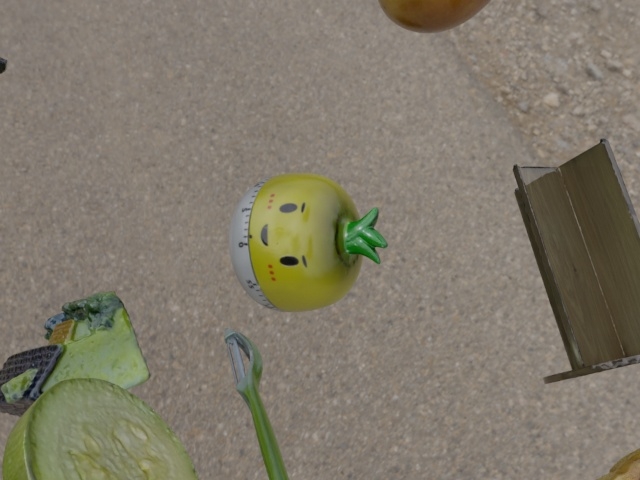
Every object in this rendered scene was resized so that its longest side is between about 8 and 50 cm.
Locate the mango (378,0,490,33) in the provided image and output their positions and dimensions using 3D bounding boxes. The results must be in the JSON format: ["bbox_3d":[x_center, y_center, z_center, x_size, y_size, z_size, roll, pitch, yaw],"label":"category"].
[{"bbox_3d":[0.154,-0.351,0.803,0.139,0.175,0.254,51,36,-26],"label":"mango"}]

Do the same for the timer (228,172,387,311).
[{"bbox_3d":[0.000,0.000,1.209,0.285,0.285,0.285,9,52,-11],"label":"timer"}]

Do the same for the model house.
[{"bbox_3d":[-0.427,0.197,1.053,0.211,0.194,0.170,-22,95,-51],"label":"model house"}]

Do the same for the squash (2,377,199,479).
[{"bbox_3d":[-0.234,0.267,0.754,0.252,0.049,0.252,42,16,-16],"label":"squash"}]

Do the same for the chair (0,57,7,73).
[{"bbox_3d":[-0.326,-0.175,0.443,0.212,0.101,0.084,16,33,-16],"label":"chair"}]

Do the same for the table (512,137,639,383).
[{"bbox_3d":[0.286,0.022,0.701,0.167,0.167,0.227,-6,72,-22],"label":"table"}]

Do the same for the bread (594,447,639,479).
[{"bbox_3d":[0.325,0.249,0.521,0.236,0.120,0.198,-18,79,-9],"label":"bread"}]

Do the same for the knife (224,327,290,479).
[{"bbox_3d":[-0.045,0.117,0.476,0.026,0.022,0.184,-24,35,-4],"label":"knife"}]
